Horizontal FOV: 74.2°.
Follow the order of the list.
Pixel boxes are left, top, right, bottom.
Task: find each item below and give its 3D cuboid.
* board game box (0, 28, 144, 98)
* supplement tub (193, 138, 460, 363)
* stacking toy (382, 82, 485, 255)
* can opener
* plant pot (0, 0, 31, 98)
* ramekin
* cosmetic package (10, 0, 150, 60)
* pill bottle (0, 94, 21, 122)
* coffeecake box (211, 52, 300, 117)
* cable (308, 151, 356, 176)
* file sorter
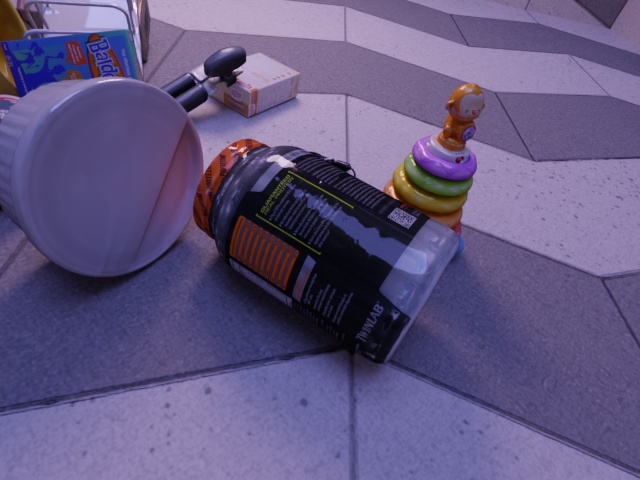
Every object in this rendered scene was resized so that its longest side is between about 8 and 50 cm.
[{"bbox_3d":[-0.439,-0.290,0.780,0.211,0.159,0.047,-10,22,-6],"label":"board game box"},{"bbox_3d":[0.000,0.000,0.603,0.338,0.207,0.207,32,47,16],"label":"supplement tub"},{"bbox_3d":[0.192,-0.112,0.697,0.176,0.301,0.165,-5,47,-20],"label":"stacking toy"},{"bbox_3d":[-0.280,-0.331,0.901,0.074,0.093,0.280,43,70,9],"label":"can opener"},{"bbox_3d":[-0.690,-0.348,0.763,0.239,0.253,0.253,-16,50,-8],"label":"plant pot"},{"bbox_3d":[-0.304,-0.093,0.589,0.127,0.272,0.273,21,43,25],"label":"ramekin"},{"bbox_3d":[-0.582,-0.553,1.032,0.297,0.129,0.153,-1,72,-14],"label":"cosmetic package"},{"bbox_3d":[-0.509,-0.146,0.688,0.108,0.107,0.180,-8,49,-22],"label":"pill bottle"},{"bbox_3d":[-0.165,-0.390,1.050,0.142,0.068,0.185,34,47,19],"label":"coffeecake box"},{"bbox_3d":[-0.027,-0.131,0.842,0.151,0.047,0.185,37,49,22],"label":"cable"},{"bbox_3d":[-0.488,-0.480,0.873,0.193,0.173,0.277,-6,76,-16],"label":"file sorter"}]
